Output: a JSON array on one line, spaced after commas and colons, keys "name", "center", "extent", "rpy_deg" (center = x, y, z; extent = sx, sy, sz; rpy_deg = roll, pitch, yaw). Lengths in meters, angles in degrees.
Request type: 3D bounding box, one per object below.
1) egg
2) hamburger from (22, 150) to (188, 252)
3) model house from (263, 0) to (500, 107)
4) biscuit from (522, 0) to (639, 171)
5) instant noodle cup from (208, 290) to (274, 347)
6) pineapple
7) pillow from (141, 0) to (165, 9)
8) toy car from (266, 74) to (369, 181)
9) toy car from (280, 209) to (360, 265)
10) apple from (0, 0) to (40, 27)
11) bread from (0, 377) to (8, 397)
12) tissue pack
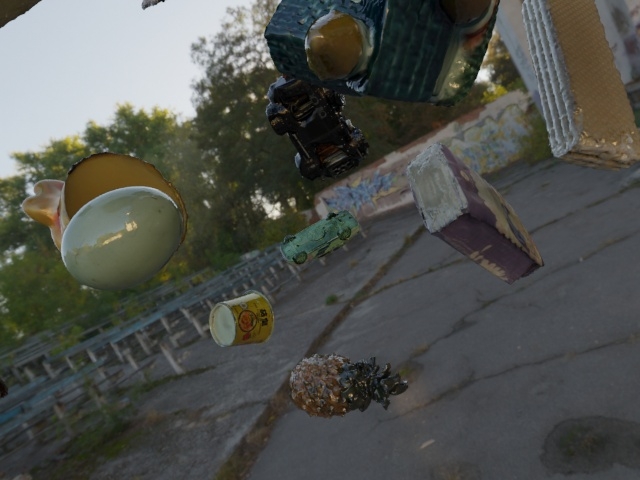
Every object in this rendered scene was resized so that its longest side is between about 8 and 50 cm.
[{"name": "egg", "center": [-0.309, -0.004, 0.668], "extent": [0.192, 0.149, 0.149], "rpy_deg": [-33, 1, -4]}, {"name": "hamburger", "center": [-0.470, -0.044, 0.929], "extent": [0.186, 0.261, 0.302], "rpy_deg": [-29, -40, 36]}, {"name": "model house", "center": [0.059, -0.241, 0.460], "extent": [0.291, 0.253, 0.184], "rpy_deg": [-51, -21, -58]}, {"name": "biscuit", "center": [0.490, -0.323, 0.805], "extent": [0.144, 0.426, 0.078], "rpy_deg": [9, -26, -8]}, {"name": "instant noodle cup", "center": [-0.263, 0.260, 1.354], "extent": [0.182, 0.182, 0.144], "rpy_deg": [-28, -15, 35]}, {"name": "pineapple", "center": [0.042, 0.224, 0.652], "extent": [0.197, 0.108, 0.108], "rpy_deg": [-17, 8, 43]}, {"name": "pillow", "center": [-0.527, -0.890, 1.484], "extent": [0.126, 0.043, 0.232], "rpy_deg": [18, 59, 39]}, {"name": "toy car", "center": [-0.004, -0.287, 1.041], "extent": [0.193, 0.301, 0.118], "rpy_deg": [-18, 39, 19]}, {"name": "toy car", "center": [0.000, 0.000, 1.152], "extent": [0.224, 0.090, 0.076], "rpy_deg": [-29, -44, -7]}, {"name": "apple", "center": [-0.401, -0.433, 0.487], "extent": [0.309, 0.252, 0.314], "rpy_deg": [-57, -26, -15]}, {"name": "bread", "center": [-0.425, 0.158, 0.401], "extent": [0.199, 0.199, 0.104], "rpy_deg": [-28, 31, 28]}, {"name": "tissue pack", "center": [0.374, -0.058, 1.015], "extent": [0.125, 0.343, 0.242], "rpy_deg": [-41, 39, 31]}]
